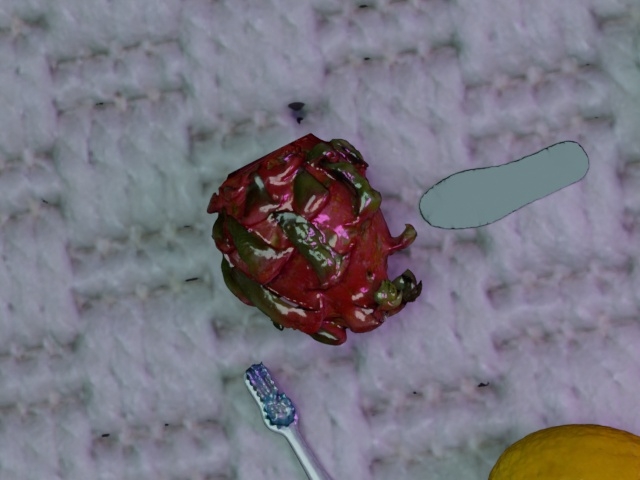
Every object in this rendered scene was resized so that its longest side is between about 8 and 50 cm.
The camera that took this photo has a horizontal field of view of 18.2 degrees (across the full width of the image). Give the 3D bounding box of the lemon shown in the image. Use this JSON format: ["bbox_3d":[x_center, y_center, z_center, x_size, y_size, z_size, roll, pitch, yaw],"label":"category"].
[{"bbox_3d":[0.218,0.217,1.616,0.187,0.142,0.142,-7,82,14],"label":"lemon"}]

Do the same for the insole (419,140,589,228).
[{"bbox_3d":[0.159,-0.048,1.731,0.152,0.002,0.053,-23,79,10],"label":"insole"}]

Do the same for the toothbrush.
[{"bbox_3d":[0.049,0.284,1.704,0.042,0.040,0.418,-30,82,-9],"label":"toothbrush"}]

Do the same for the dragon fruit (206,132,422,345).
[{"bbox_3d":[0.000,0.000,1.696,0.166,0.160,0.172,-29,93,-28],"label":"dragon fruit"}]
